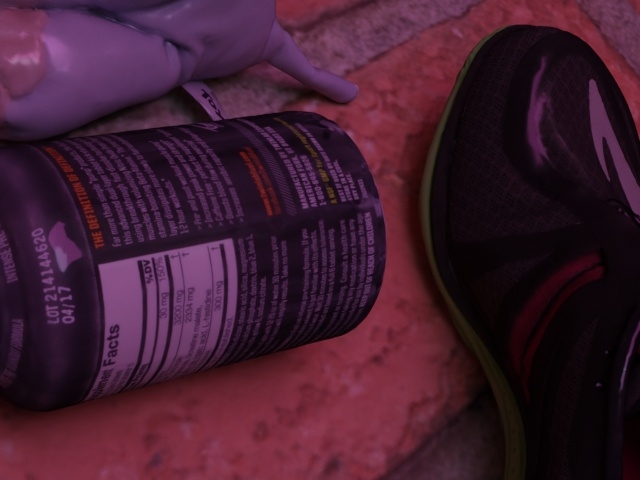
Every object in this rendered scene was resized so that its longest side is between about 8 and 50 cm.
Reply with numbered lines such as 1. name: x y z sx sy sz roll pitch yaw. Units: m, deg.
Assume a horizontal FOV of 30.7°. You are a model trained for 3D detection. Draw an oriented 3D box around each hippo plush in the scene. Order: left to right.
1. hippo plush: -0.091 -0.183 0.636 0.294 0.236 0.234 42 50 -2

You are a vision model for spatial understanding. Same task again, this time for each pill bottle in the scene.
1. pill bottle: -0.097 0.009 0.587 0.245 0.130 0.130 -11 69 -35

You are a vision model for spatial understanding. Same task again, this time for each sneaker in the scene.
1. sneaker: 0.183 0.068 0.669 0.185 0.202 0.483 9 59 -27
